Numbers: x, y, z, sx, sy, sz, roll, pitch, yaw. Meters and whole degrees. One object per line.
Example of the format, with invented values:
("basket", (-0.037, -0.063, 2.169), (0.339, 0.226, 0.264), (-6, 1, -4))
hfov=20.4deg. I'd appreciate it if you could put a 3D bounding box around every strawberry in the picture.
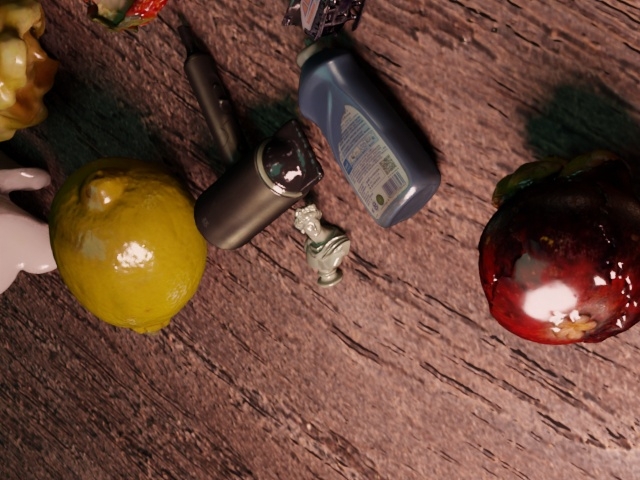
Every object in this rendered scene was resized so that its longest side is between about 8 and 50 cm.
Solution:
("strawberry", (-0.216, -0.321, 1.971), (0.146, 0.082, 0.187), (20, 117, 37))

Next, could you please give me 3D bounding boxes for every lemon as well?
("lemon", (-0.220, 0.005, 2.069), (0.184, 0.184, 0.248), (30, 147, 38))

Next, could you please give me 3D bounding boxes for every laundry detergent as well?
("laundry detergent", (0.037, -0.117, 1.789), (0.206, 0.061, 0.097), (56, 149, 13))

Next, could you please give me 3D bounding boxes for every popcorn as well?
("popcorn", (-0.444, -0.224, 2.175), (0.252, 0.215, 0.286), (23, 173, 3))

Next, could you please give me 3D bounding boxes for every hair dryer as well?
("hair dryer", (-0.095, -0.137, 1.939), (0.195, 0.078, 0.248), (-38, 73, 50))

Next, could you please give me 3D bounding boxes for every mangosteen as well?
("mangosteen", (0.219, 0.000, 1.571), (0.166, 0.166, 0.180), (-42, 50, 51))

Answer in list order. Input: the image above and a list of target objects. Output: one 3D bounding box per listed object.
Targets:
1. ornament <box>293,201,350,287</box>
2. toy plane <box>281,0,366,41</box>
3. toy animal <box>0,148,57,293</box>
("ornament", (0.001, 0.003, 1.916), (0.092, 0.041, 0.068), (55, 148, -2))
("toy plane", (0.008, -0.267, 1.755), (0.078, 0.053, 0.197), (52, 145, 31))
("toy animal", (-0.484, -0.045, 2.344), (0.265, 0.271, 0.206), (58, 177, 47))
